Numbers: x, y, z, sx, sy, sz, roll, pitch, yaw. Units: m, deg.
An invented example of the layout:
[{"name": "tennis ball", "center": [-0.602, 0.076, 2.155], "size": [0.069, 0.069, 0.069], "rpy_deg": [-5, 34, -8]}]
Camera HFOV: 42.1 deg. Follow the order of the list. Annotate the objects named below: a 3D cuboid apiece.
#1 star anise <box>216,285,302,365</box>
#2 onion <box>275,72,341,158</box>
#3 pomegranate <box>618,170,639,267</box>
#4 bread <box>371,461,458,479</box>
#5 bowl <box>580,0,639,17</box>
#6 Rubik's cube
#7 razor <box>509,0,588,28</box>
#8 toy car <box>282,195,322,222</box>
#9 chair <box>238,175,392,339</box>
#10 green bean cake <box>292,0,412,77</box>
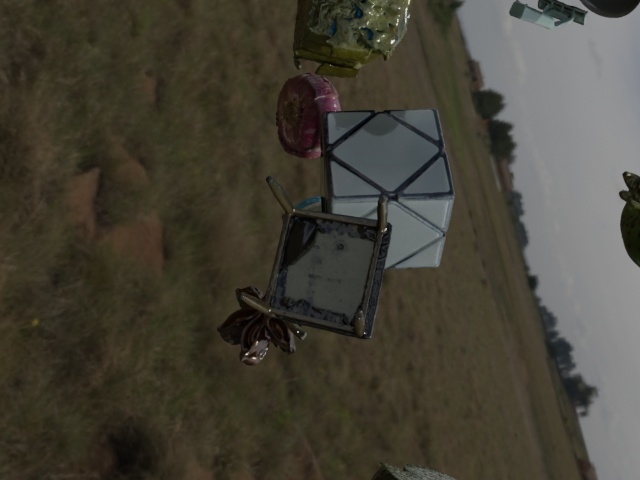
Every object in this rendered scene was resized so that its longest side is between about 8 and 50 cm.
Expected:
[{"name": "star anise", "center": [-0.126, 0.189, 1.836], "size": [0.099, 0.214, 0.220], "rpy_deg": [51, 34, -37]}, {"name": "onion", "center": [-0.013, -0.319, 2.151], "size": [0.230, 0.164, 0.229], "rpy_deg": [-12, -104, 60]}, {"name": "pomegranate", "center": [0.655, -0.041, 1.553], "size": [0.263, 0.211, 0.211], "rpy_deg": [31, 40, -37]}, {"name": "bread", "center": [0.223, 0.480, 1.330], "size": [0.129, 0.382, 0.366], "rpy_deg": [-64, -169, -2]}, {"name": "bowl", "center": [0.639, -0.587, 1.795], "size": [0.189, 0.086, 0.189], "rpy_deg": [38, -30, 27]}, {"name": "Rubik's cube", "center": [0.105, -0.084, 1.422], "size": [0.205, 0.208, 0.204], "rpy_deg": [93, -7, -53]}, {"name": "razor", "center": [0.442, -0.454, 1.675], "size": [0.278, 0.111, 0.056], "rpy_deg": [-22, 136, -53]}, {"name": "toy car", "center": [0.000, 0.000, 1.626], "size": [0.098, 0.126, 0.161], "rpy_deg": [-126, -155, -55]}, {"name": "chair", "center": [0.005, 0.037, 1.150], "size": [0.272, 0.167, 0.188], "rpy_deg": [75, 26, -76]}, {"name": "green bean cake", "center": [0.080, -0.453, 1.448], "size": [0.285, 0.202, 0.309], "rpy_deg": [164, -65, -76]}]
